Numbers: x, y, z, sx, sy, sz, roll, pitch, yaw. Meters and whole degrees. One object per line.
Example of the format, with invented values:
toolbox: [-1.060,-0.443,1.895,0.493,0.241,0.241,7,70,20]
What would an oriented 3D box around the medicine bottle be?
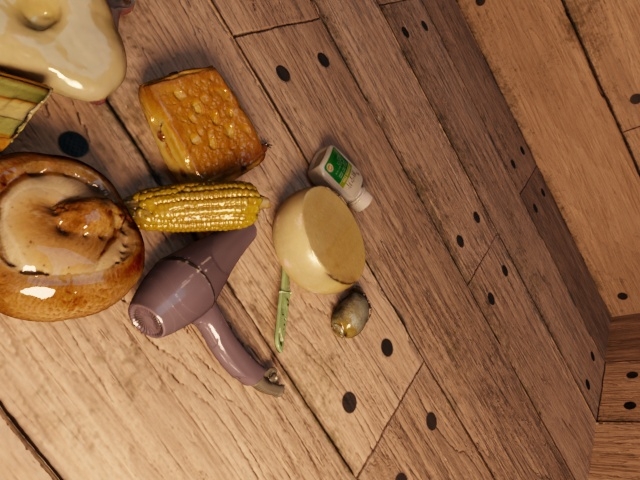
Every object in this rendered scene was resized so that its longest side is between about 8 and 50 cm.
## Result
medicine bottle: [0.055,-0.156,1.177,0.183,0.069,0.119,43,47,-26]

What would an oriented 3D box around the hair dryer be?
hair dryer: [-0.162,0.153,0.848,0.361,0.121,0.301,63,35,-19]

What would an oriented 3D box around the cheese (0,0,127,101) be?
cheese: [-0.479,-0.333,0.661,0.351,0.130,0.328,-40,111,-28]

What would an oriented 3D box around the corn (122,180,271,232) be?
corn: [-0.219,-0.062,0.807,0.262,0.097,0.097,-4,76,-18]

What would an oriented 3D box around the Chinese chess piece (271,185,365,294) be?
Chinese chess piece: [0.000,0.000,1.017,0.251,0.097,0.250,32,46,-41]

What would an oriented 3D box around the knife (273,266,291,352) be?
knife: [-0.075,0.100,0.960,0.043,0.020,0.293,58,28,-47]

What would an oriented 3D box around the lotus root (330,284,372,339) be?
lotus root: [0.078,0.171,1.068,0.088,0.088,0.165,55,36,-14]

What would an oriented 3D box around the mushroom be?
mushroom: [-0.378,-0.003,0.636,0.253,0.153,0.253,22,52,-32]

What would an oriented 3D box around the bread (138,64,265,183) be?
bread: [-0.240,-0.220,0.899,0.210,0.099,0.235,-41,109,-42]

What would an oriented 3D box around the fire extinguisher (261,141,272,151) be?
fire extinguisher: [-0.140,-0.202,1.036,0.028,0.022,0.083,24,49,8]

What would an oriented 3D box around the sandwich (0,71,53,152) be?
sandwich: [-0.498,-0.201,0.605,0.187,0.144,0.117,35,50,-30]

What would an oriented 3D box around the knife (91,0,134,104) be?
knife: [-0.412,-0.385,0.827,0.123,0.053,0.277,8,68,-36]
